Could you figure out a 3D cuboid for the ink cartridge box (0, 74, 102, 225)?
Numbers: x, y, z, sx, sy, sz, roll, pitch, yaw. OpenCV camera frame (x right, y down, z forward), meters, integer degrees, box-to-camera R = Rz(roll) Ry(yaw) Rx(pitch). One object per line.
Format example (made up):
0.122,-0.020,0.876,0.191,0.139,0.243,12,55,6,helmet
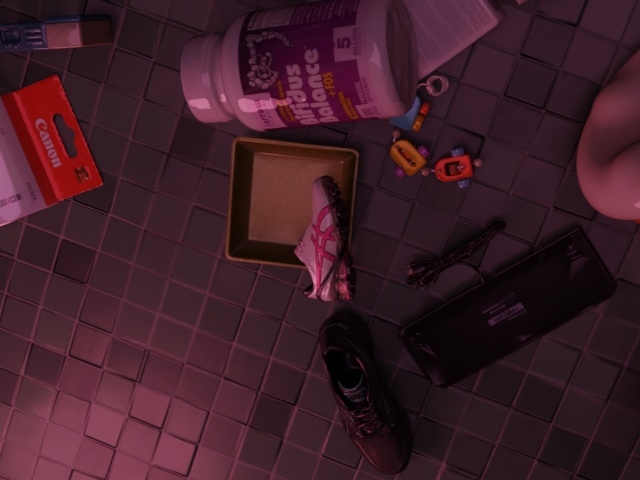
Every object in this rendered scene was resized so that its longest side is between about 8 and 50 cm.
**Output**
-0.479,-0.127,1.607,0.232,0.066,0.189,-19,99,17,ink cartridge box

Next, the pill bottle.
-0.031,-0.238,1.438,0.302,0.169,0.169,-5,102,21,pill bottle

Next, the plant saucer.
-0.041,-0.056,1.555,0.189,0.045,0.188,7,104,7,plant saucer

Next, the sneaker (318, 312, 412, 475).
0.059,0.245,1.580,0.101,0.106,0.267,-22,100,12,sneaker

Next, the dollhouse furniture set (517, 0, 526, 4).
0.289,-0.398,1.337,0.129,0.183,0.129,-29,98,24,dollhouse furniture set

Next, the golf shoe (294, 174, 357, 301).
0.000,0.000,1.502,0.086,0.067,0.186,-4,103,12,golf shoe

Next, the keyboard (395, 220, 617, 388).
0.252,0.073,1.545,0.317,0.033,0.201,-31,103,14,keyboard

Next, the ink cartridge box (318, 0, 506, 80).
0.118,-0.320,1.476,0.225,0.056,0.181,-33,96,34,ink cartridge box

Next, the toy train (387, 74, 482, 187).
0.157,-0.151,1.502,0.125,0.046,0.166,-15,103,11,toy train

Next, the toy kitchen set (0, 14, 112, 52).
-0.426,-0.356,1.508,0.207,0.122,0.166,-2,103,10,toy kitchen set

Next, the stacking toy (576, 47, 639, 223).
0.603,-0.060,1.359,0.480,0.350,0.350,37,107,-20,stacking toy
